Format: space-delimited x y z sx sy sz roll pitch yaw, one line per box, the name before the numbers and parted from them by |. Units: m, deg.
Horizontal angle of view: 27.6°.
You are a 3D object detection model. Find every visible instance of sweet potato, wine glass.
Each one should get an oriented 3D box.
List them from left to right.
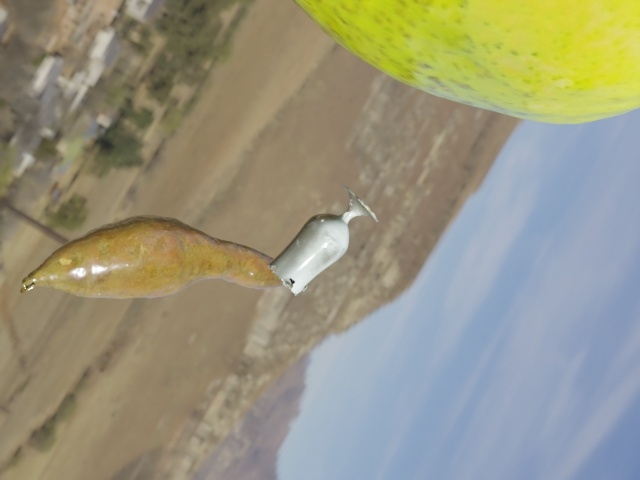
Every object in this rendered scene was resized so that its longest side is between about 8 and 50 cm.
sweet potato | -0.131 0.014 1.142 0.074 0.269 0.075 -1 -92 55
wine glass | 0.000 0.000 0.919 0.083 0.042 0.039 -45 138 0

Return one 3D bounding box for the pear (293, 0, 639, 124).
pear | 0.106 -0.262 0.699 0.391 0.391 0.391 -60 179 -1
